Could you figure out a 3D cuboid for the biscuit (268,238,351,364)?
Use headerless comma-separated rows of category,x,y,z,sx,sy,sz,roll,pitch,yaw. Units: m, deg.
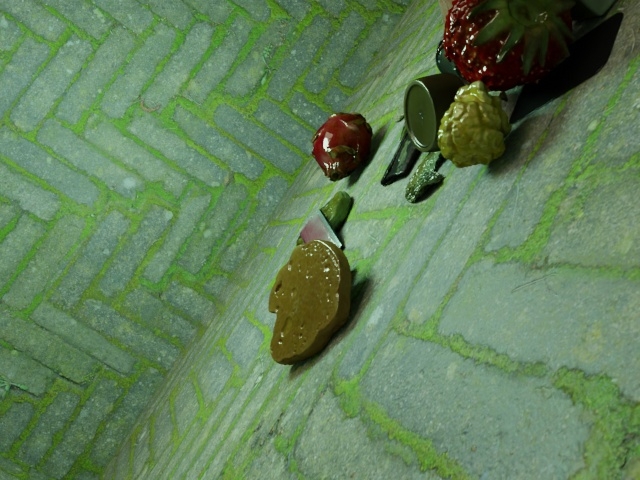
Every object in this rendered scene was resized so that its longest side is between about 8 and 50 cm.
biscuit,-0.036,0.157,1.625,0.351,0.057,0.312,-54,36,27

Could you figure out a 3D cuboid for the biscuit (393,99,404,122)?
biscuit,0.321,-0.501,2.281,0.152,0.020,0.152,-52,14,19

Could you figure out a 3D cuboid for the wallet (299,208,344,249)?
wallet,0.000,0.000,2.010,0.119,0.025,0.232,-51,35,16

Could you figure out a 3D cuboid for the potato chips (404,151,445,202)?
potato chips,0.283,-0.180,1.609,0.202,0.029,0.220,-46,13,39

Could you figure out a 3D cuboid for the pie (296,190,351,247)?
pie,0.012,-0.069,2.198,0.277,0.078,0.277,-50,16,19

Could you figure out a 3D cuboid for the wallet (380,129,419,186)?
wallet,0.285,-0.317,1.893,0.321,0.044,0.170,-59,15,-15

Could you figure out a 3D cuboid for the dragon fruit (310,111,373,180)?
dragon fruit,0.081,-0.370,2.385,0.315,0.250,0.250,-66,15,-13

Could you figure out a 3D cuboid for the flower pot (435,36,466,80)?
flower pot,0.410,-0.509,1.706,0.157,0.157,0.107,-52,24,16

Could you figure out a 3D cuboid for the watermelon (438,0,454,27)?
watermelon,0.473,-0.778,1.958,0.283,0.293,0.250,-100,16,-71

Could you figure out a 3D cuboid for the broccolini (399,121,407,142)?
broccolini,0.317,-0.424,2.059,0.054,0.051,0.239,16,67,30

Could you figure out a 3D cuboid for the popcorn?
popcorn,0.319,-0.237,1.283,0.170,0.180,0.180,-36,17,12

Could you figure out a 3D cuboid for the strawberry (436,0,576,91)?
strawberry,0.375,-0.442,1.336,0.292,0.292,0.343,-57,7,-8

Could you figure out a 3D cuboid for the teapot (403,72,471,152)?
teapot,0.313,-0.325,1.523,0.267,0.175,0.185,-120,24,-48

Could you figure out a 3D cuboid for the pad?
pad,0.501,-0.351,1.276,0.181,0.004,0.267,-62,14,-25

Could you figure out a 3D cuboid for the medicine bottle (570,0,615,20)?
medicine bottle,0.570,-0.548,1.328,0.132,0.088,0.188,-54,13,8
